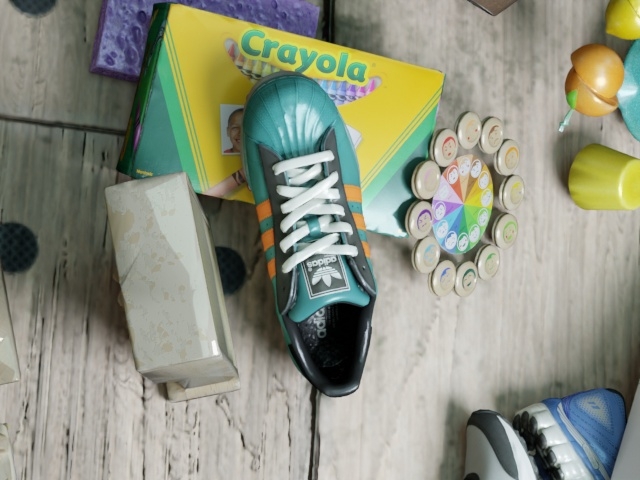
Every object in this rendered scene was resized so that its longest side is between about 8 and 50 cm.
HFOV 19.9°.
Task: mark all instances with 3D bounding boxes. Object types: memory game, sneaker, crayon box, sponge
[{"bbox_3d":[0.143,-0.034,1.770,0.186,0.012,0.186,-15,111,-46],"label":"memory game"},{"bbox_3d":[0.313,0.290,1.749,0.147,0.130,0.330,-22,86,-20],"label":"sneaker"},{"bbox_3d":[0.000,0.000,1.636,0.108,0.121,0.302,-14,113,-6],"label":"sneaker"},{"bbox_3d":[0.145,0.291,1.706,0.108,0.100,0.271,6,76,-13],"label":"sneaker"},{"bbox_3d":[-0.037,-0.112,1.717,0.278,0.081,0.165,12,93,-17],"label":"crayon box"},{"bbox_3d":[-0.110,-0.196,1.763,0.210,0.031,0.117,13,75,-18],"label":"sponge"}]

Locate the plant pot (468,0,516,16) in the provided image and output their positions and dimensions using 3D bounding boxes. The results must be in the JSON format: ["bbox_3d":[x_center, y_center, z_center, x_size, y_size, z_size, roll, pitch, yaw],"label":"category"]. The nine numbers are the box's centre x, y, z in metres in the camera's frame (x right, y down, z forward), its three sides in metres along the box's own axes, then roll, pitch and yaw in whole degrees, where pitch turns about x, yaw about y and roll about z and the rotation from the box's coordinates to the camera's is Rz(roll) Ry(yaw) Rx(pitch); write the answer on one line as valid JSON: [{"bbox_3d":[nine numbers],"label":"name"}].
[{"bbox_3d":[0.194,-0.347,1.812,0.215,0.215,0.230,31,97,-10],"label":"plant pot"}]

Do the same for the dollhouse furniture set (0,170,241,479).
[{"bbox_3d":[-0.284,0.073,1.577,0.394,0.256,0.362,-11,80,0],"label":"dollhouse furniture set"}]

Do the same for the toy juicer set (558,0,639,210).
[{"bbox_3d":[0.350,-0.193,1.875,0.329,0.089,0.209,-40,123,-27],"label":"toy juicer set"}]

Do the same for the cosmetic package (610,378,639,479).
[{"bbox_3d":[0.449,0.179,1.775,0.284,0.097,0.377,36,47,-10],"label":"cosmetic package"}]
